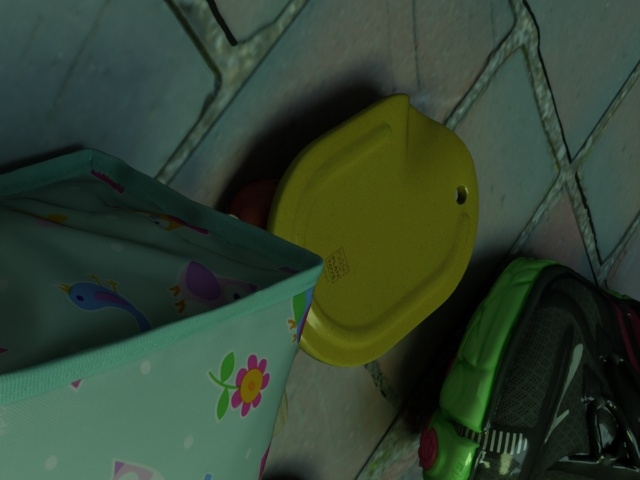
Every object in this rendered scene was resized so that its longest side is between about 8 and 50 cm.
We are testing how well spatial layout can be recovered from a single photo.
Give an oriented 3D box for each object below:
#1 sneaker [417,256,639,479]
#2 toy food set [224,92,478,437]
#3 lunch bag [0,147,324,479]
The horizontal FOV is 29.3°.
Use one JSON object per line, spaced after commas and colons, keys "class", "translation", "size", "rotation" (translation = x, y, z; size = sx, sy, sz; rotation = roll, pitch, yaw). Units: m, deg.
{"class": "sneaker", "translation": [0.241, 0.129, 0.992], "size": [0.483, 0.202, 0.185], "rotation": [0, 113, -56]}
{"class": "toy food set", "translation": [0.000, 0.000, 0.676], "size": [0.218, 0.071, 0.128], "rotation": [-34, 116, -41]}
{"class": "lunch bag", "translation": [-0.141, 0.103, 0.450], "size": [0.262, 0.160, 0.223], "rotation": [-24, 134, -54]}
